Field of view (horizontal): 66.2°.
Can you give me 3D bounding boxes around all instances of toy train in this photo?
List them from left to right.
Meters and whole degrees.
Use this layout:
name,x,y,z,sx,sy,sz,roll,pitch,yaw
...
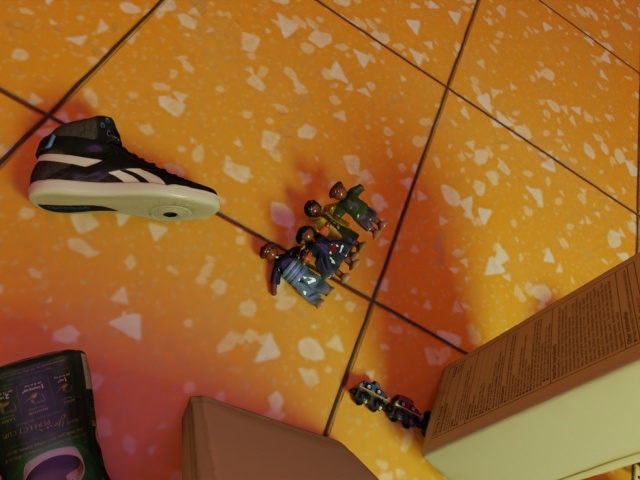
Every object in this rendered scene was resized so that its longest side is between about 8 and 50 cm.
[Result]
name,x,y,z,sx,sy,sz,roll,pitch,yaw
toy train,0.109,0.223,0.645,0.158,0.027,0.036,28,55,-10

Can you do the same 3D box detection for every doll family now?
name,x,y,z,sx,sy,sz,roll,pitch,yaw
doll family,0.000,0.000,0.674,0.111,0.076,0.193,41,60,-7

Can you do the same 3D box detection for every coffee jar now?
name,x,y,z,sx,sy,sz,roll,pitch,yaw
coffee jar,-0.252,0.204,0.460,0.096,0.079,0.185,-11,71,-31

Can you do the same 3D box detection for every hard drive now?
name,x,y,z,sx,sy,sz,roll,pitch,yaw
hard drive,-0.020,0.216,0.427,0.202,0.307,0.040,23,80,-13

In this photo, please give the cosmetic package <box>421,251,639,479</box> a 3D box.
name,x,y,z,sx,sy,sz,roll,pitch,yaw
cosmetic package,0.270,0.169,0.558,0.113,0.309,0.160,40,40,-2

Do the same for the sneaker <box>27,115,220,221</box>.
name,x,y,z,sx,sy,sz,roll,pitch,yaw
sneaker,-0.233,-0.095,0.607,0.216,0.079,0.121,3,67,-22

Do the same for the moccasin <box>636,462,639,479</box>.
name,x,y,z,sx,sy,sz,roll,pitch,yaw
moccasin,0.509,0.293,0.728,0.380,0.139,0.147,46,58,2
